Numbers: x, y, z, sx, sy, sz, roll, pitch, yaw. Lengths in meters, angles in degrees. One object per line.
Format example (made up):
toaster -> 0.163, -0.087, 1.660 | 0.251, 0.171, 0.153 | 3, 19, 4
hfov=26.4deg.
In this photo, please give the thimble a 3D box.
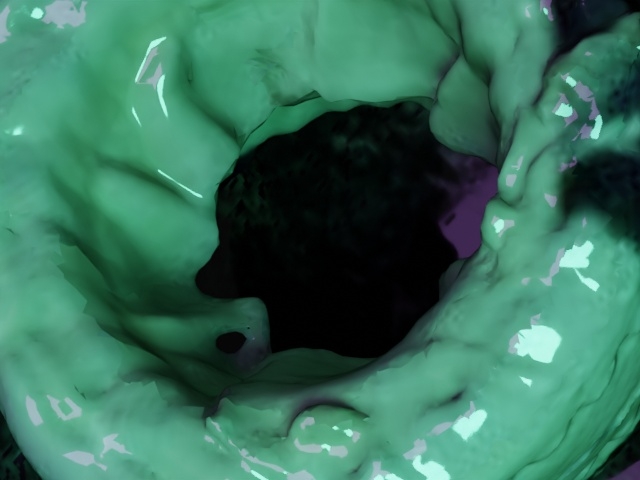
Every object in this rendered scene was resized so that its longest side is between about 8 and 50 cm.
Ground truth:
thimble -> 0.000, 0.000, 0.426 | 0.237, 0.150, 0.237 | -6, 70, 16
